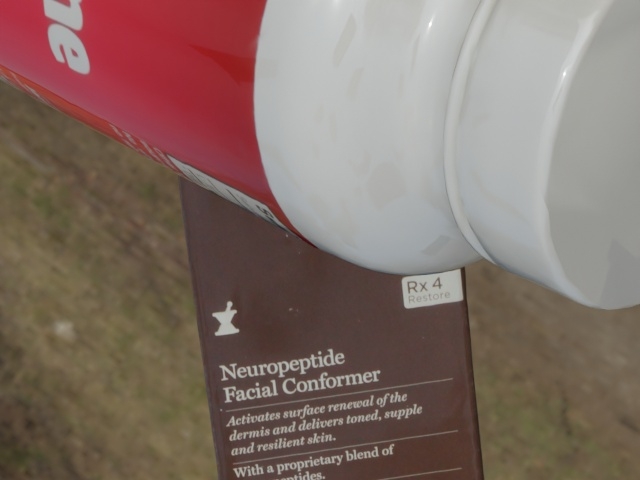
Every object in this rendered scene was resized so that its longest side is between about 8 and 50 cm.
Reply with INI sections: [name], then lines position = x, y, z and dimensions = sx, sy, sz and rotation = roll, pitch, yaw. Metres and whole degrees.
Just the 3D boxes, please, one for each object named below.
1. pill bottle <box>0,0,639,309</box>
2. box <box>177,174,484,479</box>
[pill bottle]
position = 0.002, -0.123, 0.792
dimensions = 0.408, 0.229, 0.229
rotation = 27, 160, 38
[box]
position = 0.000, 0.000, 1.188
dimensions = 0.143, 0.191, 0.381
rotation = -116, 18, -77
